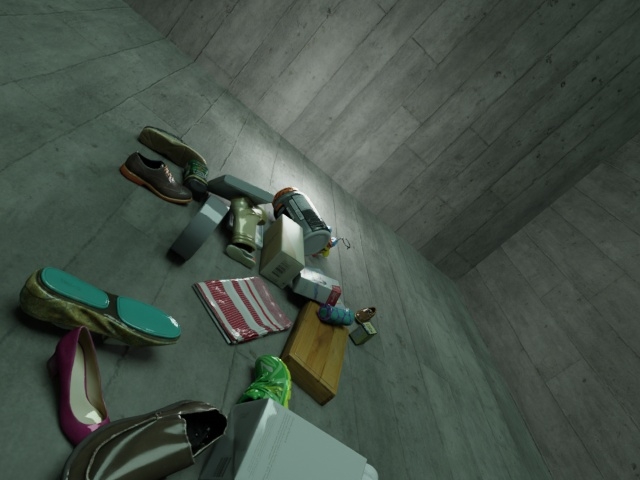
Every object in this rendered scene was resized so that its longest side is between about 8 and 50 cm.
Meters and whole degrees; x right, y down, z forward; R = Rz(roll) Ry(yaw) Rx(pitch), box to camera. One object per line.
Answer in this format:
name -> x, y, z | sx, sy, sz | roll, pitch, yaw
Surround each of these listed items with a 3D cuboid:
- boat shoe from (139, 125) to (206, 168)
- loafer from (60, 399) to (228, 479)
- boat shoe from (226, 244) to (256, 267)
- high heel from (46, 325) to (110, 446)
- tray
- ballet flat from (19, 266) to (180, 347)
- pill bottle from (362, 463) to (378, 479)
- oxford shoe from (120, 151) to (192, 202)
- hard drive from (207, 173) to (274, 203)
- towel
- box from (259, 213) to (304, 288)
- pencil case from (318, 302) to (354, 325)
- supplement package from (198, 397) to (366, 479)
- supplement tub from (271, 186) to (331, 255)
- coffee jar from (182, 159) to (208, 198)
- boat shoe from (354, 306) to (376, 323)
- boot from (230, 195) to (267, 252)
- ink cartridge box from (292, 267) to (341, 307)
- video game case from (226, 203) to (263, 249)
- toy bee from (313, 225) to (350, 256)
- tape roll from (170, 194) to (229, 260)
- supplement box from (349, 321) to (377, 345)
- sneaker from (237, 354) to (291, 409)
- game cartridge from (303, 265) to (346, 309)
boat shoe -> -0.603, -0.387, 1.906 | 0.285, 0.103, 0.092 | 27, 31, -29
loafer -> -0.308, 0.385, 0.872 | 0.366, 0.130, 0.133 | -10, 85, -67
boat shoe -> -0.297, 0.052, 1.721 | 0.137, 0.049, 0.043 | 37, 24, -31
high heel -> -0.440, 0.287, 0.880 | 0.082, 0.117, 0.244 | 11, 39, -57
tray -> -0.011, 0.371, 1.627 | 0.203, 0.076, 0.411 | 43, 19, -6
ballet flat -> -0.485, 0.173, 1.026 | 0.349, 0.123, 0.123 | 34, 22, -36
pill bottle -> 0.090, 0.675, 1.158 | 0.124, 0.124, 0.221 | 44, 19, -3
oxford shoe -> -0.566, -0.221, 1.651 | 0.271, 0.098, 0.096 | 28, 26, -39
hard drive -> -0.335, -0.194, 1.844 | 0.203, 0.040, 0.308 | 23, -10, -26
towel -> -0.246, 0.217, 1.521 | 0.237, 0.037, 0.329 | 52, 21, 19
box -> -0.156, 0.037, 1.891 | 0.121, 0.148, 0.311 | 36, 20, -22
pencil case -> 0.060, 0.281, 1.742 | 0.152, 0.065, 0.070 | 24, 45, -46
supplement package -> -0.076, 0.503, 1.011 | 0.293, 0.178, 0.175 | 38, 50, -18
supplement tub -> -0.101, -0.095, 2.184 | 0.194, 0.193, 0.316 | 18, 33, -52
coffee jar -> -0.503, -0.246, 1.855 | 0.096, 0.079, 0.184 | 32, 24, -31
boat shoe -> 0.212, 0.340, 2.141 | 0.064, 0.060, 0.178 | 51, 21, 15
boot -> -0.280, -0.045, 1.820 | 0.262, 0.095, 0.203 | 51, 33, -70
ink cartridge box -> -0.016, 0.180, 1.809 | 0.175, 0.072, 0.127 | 23, 14, -11
video game case -> -0.316, -0.061, 1.945 | 0.173, 0.022, 0.190 | 36, 22, -25
toy bee -> 0.000, 0.000, 2.287 | 0.195, 0.162, 0.298 | 59, -13, -7
tape roll -> -0.388, -0.042, 1.480 | 0.072, 0.219, 0.219 | 39, 21, -13
supplement box -> 0.179, 0.393, 1.940 | 0.056, 0.083, 0.083 | 55, 22, 24
sneaker -> -0.150, 0.411, 1.222 | 0.123, 0.109, 0.295 | 39, 21, -28
game cartridge -> -0.001, 0.229, 1.955 | 0.198, 0.062, 0.297 | 20, 31, -57
